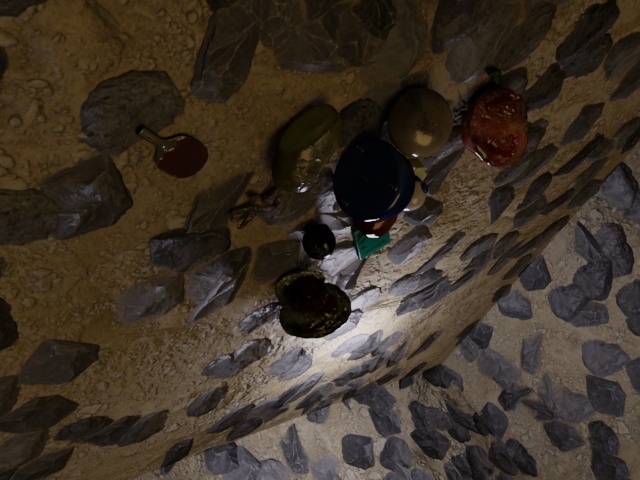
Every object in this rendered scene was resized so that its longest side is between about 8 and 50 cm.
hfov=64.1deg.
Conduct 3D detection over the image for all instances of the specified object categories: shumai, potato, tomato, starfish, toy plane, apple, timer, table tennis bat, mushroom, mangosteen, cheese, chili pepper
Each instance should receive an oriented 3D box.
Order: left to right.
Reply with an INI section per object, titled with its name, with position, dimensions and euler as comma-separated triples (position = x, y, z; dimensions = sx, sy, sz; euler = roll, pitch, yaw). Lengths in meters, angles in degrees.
[table tennis bat]
position = -0.393, -0.236, 1.351
dimensions = 0.131, 0.022, 0.234
euler = -41, 149, 11
[starfish]
position = -0.202, -0.119, 1.667
dimensions = 0.209, 0.053, 0.150
euler = -41, 160, 2
[toy plane]
position = -0.074, 0.100, 2.074
dimensions = 0.078, 0.024, 0.084
euler = 24, 117, -34
[potato]
position = -0.044, -0.271, 1.517
dimensions = 0.176, 0.141, 0.298
euler = -6, 132, -57
[shumai]
position = -0.032, 0.231, 2.155
dimensions = 0.330, 0.292, 0.288
euler = -26, 111, -25
[mangosteen]
position = 0.000, 0.000, 1.935
dimensions = 0.137, 0.137, 0.151
euler = -57, 176, 31
[apple]
position = 0.213, -0.090, 1.974
dimensions = 0.158, 0.147, 0.156
euler = -34, 116, 14
[timer]
position = 0.251, -0.187, 1.802
dimensions = 0.270, 0.270, 0.383
euler = -49, 152, 21
[cheese]
position = 0.333, -0.208, 2.022
dimensions = 0.127, 0.050, 0.255
euler = -8, 140, -36
[mushroom]
position = 0.322, -0.385, 1.684
dimensions = 0.226, 0.178, 0.226
euler = -8, 107, -28
[tomato]
position = 0.624, -0.415, 1.910
dimensions = 0.309, 0.170, 0.309
euler = -5, 104, -23
[chili pepper]
position = 0.615, -0.581, 1.810
dimensions = 0.055, 0.035, 0.118
euler = -27, 159, 11

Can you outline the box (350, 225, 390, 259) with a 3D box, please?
[box]
position = 0.215, -0.022, 2.161
dimensions = 0.161, 0.042, 0.226
euler = -31, 148, -8
